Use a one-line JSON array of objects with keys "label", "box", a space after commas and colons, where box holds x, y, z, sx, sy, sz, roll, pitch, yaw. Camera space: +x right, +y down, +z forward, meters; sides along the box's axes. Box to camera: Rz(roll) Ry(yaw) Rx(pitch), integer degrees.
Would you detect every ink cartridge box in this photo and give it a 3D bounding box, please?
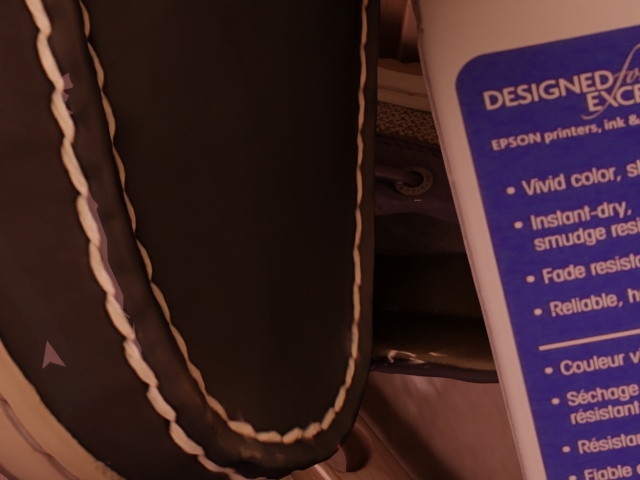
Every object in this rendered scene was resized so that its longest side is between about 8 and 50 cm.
[{"label": "ink cartridge box", "box": [0.136, 0.024, 0.525, 0.175, 0.069, 0.371, -10, 126, 10]}]

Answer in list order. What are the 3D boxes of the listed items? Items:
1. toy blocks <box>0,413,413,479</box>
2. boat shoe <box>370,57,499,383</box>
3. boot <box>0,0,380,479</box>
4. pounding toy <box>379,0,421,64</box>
[{"label": "toy blocks", "box": [-0.068, 0.133, 0.802, 0.260, 0.288, 0.309, 52, 147, 6]}, {"label": "boat shoe", "box": [0.000, 0.000, 0.603, 0.285, 0.092, 0.103, 2, 140, 1]}, {"label": "boot", "box": [0.045, -0.140, 0.321, 0.284, 0.138, 0.377, -4, 90, 28]}, {"label": "pounding toy", "box": [0.000, -0.069, 0.669, 0.181, 0.094, 0.206, 5, 141, -2]}]
